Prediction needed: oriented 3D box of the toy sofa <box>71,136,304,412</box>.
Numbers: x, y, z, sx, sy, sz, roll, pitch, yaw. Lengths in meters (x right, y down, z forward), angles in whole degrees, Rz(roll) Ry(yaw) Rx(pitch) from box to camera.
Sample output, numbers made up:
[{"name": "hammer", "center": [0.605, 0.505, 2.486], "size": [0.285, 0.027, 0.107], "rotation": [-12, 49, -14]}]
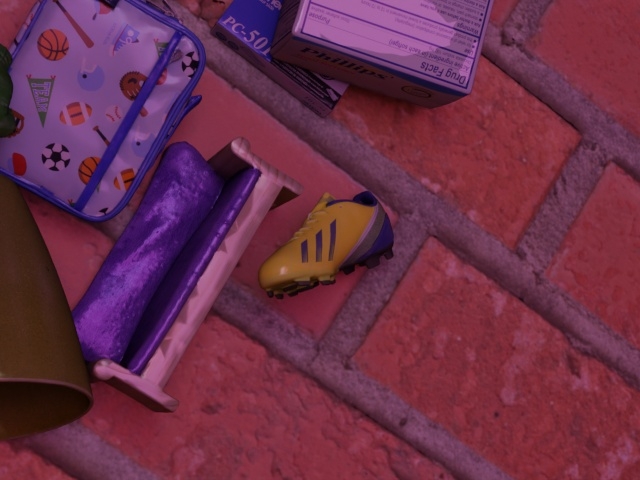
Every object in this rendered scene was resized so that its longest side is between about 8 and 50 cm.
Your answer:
[{"name": "toy sofa", "center": [-0.193, 0.035, 1.536], "size": [0.177, 0.150, 0.363], "rotation": [33, 74, -12]}]

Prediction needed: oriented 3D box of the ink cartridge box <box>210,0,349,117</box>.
[{"name": "ink cartridge box", "center": [-0.046, -0.280, 1.683], "size": [0.207, 0.046, 0.097], "rotation": [37, 72, -10]}]

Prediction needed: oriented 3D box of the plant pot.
[{"name": "plant pot", "center": [-0.427, 0.072, 1.414], "size": [0.274, 0.275, 0.294], "rotation": [-3, 68, -18]}]

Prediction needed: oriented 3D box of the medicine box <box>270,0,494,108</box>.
[{"name": "medicine box", "center": [0.099, -0.364, 1.622], "size": [0.263, 0.149, 0.289], "rotation": [16, 85, -14]}]

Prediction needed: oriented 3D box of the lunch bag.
[{"name": "lunch bag", "center": [-0.292, -0.190, 1.516], "size": [0.243, 0.115, 0.303], "rotation": [31, 94, -12]}]

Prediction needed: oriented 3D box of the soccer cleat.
[{"name": "soccer cleat", "center": [-0.001, 0.000, 1.583], "size": [0.289, 0.093, 0.121], "rotation": [-20, 93, -54]}]

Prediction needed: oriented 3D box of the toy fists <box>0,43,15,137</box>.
[{"name": "toy fists", "center": [-0.492, -0.149, 1.429], "size": [0.279, 0.096, 0.142], "rotation": [-7, 63, 22]}]
